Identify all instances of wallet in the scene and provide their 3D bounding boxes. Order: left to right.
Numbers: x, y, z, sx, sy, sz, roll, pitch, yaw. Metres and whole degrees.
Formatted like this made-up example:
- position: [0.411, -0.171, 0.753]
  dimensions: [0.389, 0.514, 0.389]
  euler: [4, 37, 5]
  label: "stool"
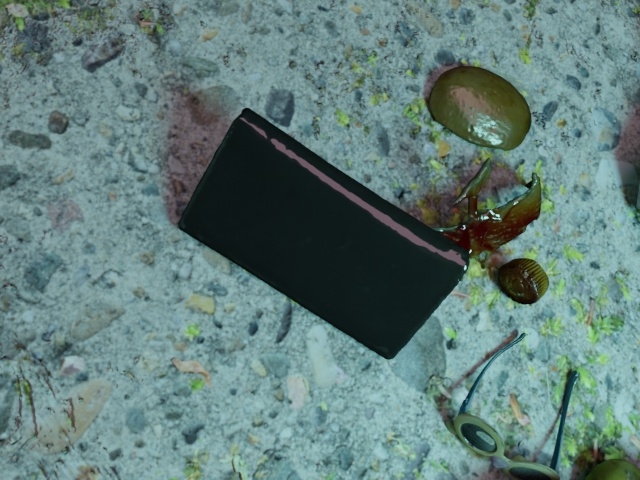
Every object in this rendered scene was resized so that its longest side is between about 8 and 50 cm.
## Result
- position: [0.000, 0.000, 0.841]
  dimensions: [0.405, 0.062, 0.228]
  euler: [33, 116, -2]
  label: "wallet"

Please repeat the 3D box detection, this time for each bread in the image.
- position: [0.340, 0.072, 0.930]
  dimensions: [0.053, 0.085, 0.085]
  euler: [-31, 86, -22]
  label: "bread"

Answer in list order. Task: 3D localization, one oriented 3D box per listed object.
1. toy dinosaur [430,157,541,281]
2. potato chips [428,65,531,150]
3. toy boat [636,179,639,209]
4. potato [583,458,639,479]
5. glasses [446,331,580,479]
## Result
- position: [0.230, -0.027, 0.919]
  dimensions: [0.327, 0.113, 0.206]
  euler: [-42, 127, 4]
  label: "toy dinosaur"
- position: [0.302, -0.247, 1.004]
  dimensions: [0.201, 0.049, 0.150]
  euler: [29, 80, -10]
  label: "potato chips"
- position: [0.699, -0.148, 0.961]
  dimensions: [0.206, 0.096, 0.282]
  euler: [25, 117, 2]
  label: "toy boat"
- position: [0.485, 0.449, 0.882]
  dimensions: [0.105, 0.085, 0.188]
  euler: [-21, 80, 26]
  label: "potato"
- position: [0.337, 0.269, 0.887]
  dimensions: [0.189, 0.088, 0.221]
  euler: [36, 75, -2]
  label: "glasses"
